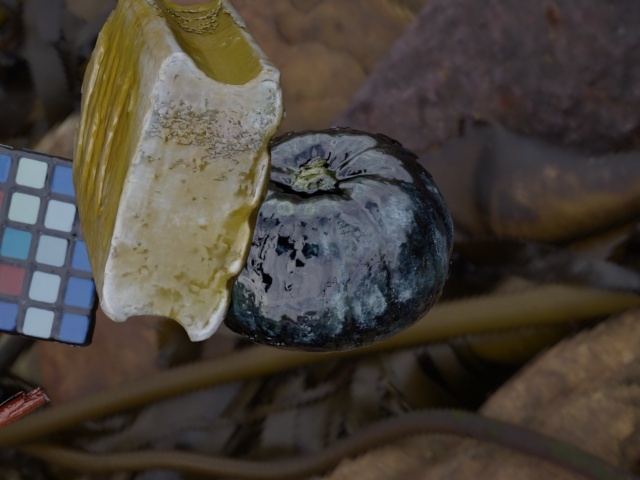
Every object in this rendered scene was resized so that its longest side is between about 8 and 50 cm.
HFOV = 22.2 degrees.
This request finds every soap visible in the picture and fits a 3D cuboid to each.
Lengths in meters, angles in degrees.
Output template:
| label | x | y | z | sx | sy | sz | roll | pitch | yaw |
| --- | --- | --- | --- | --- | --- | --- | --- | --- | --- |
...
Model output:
| label | x | y | z | sx | sy | sz | roll | pitch | yaw |
| --- | --- | --- | --- | --- | --- | --- | --- | --- | --- |
| soap | -0.094 | -0.064 | 0.978 | 0.257 | 0.080 | 0.160 | -122 | 47 | -66 |

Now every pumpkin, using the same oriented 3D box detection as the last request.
| label | x | y | z | sx | sy | sz | roll | pitch | yaw |
| --- | --- | --- | --- | --- | --- | --- | --- | --- | --- |
| pumpkin | 0.000 | 0.000 | 1.431 | 0.233 | 0.163 | 0.233 | -5 | 32 | 3 |

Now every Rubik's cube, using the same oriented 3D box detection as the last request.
| label | x | y | z | sx | sy | sz | roll | pitch | yaw |
| --- | --- | --- | --- | --- | --- | --- | --- | --- | --- |
| Rubik's cube | -0.311 | 0.000 | 1.617 | 0.187 | 0.182 | 0.184 | 178 | 105 | -72 |

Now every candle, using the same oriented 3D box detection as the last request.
| label | x | y | z | sx | sy | sz | roll | pitch | yaw |
| --- | --- | --- | --- | --- | --- | --- | --- | --- | --- |
| candle | -0.355 | 0.198 | 1.666 | 0.167 | 0.026 | 0.021 | -31 | 16 | -16 |
